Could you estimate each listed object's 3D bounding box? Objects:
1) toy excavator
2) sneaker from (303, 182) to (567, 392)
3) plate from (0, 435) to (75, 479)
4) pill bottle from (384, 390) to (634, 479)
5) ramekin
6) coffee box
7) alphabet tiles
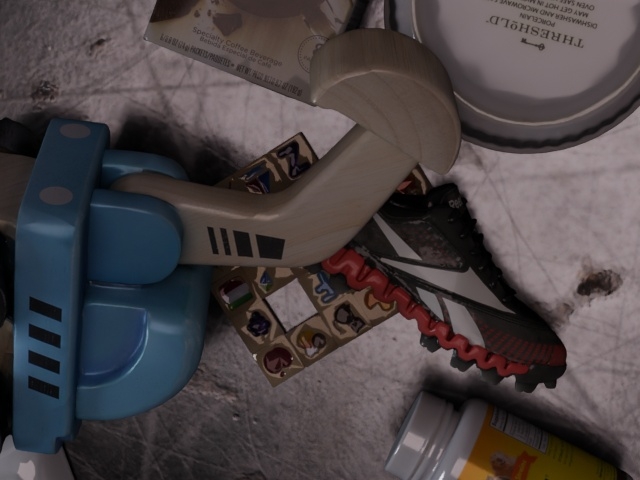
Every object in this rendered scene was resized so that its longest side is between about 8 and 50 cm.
[{"bbox_3d":[-0.134,0.003,1.079,0.445,0.222,0.433,7,123,-7],"label":"toy excavator"},{"bbox_3d":[0.118,0.027,1.128,0.276,0.097,0.135,33,103,3],"label":"sneaker"},{"bbox_3d":[-0.356,0.352,1.278,0.278,0.045,0.277,-19,96,11],"label":"plate"},{"bbox_3d":[0.172,0.223,1.149,0.215,0.117,0.117,26,101,3],"label":"pill bottle"},{"bbox_3d":[0.185,-0.207,1.080,0.272,0.127,0.273,1,98,7],"label":"ramekin"},{"bbox_3d":[-0.020,-0.287,1.100,0.168,0.119,0.297,22,101,4],"label":"coffee box"},{"bbox_3d":[0.000,0.000,1.196,0.237,0.009,0.198,-31,93,11],"label":"alphabet tiles"}]
